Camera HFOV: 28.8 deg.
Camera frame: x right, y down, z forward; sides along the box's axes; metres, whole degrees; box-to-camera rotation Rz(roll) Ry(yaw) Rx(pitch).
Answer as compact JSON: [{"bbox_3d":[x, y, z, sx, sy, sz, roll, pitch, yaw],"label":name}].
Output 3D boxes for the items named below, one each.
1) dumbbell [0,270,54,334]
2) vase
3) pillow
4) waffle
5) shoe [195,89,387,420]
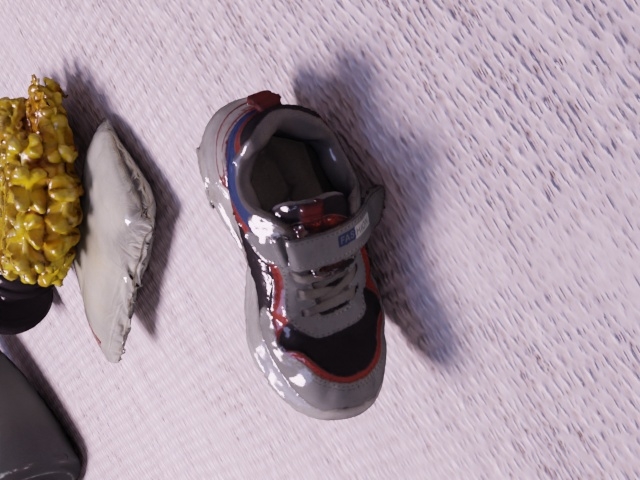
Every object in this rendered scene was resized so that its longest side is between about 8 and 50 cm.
[{"bbox_3d":[-0.338,0.041,1.371,0.099,0.099,0.208,57,147,17],"label":"dumbbell"},{"bbox_3d":[-0.440,0.190,1.588,0.321,0.173,0.173,62,150,22],"label":"vase"},{"bbox_3d":[-0.195,0.005,1.163,0.128,0.051,0.229,63,150,32],"label":"pillow"},{"bbox_3d":[-0.272,-0.055,1.178,0.193,0.070,0.197,161,105,-70],"label":"waffle"},{"bbox_3d":[-0.001,0.000,0.799,0.125,0.099,0.228,-33,77,63],"label":"shoe"}]
